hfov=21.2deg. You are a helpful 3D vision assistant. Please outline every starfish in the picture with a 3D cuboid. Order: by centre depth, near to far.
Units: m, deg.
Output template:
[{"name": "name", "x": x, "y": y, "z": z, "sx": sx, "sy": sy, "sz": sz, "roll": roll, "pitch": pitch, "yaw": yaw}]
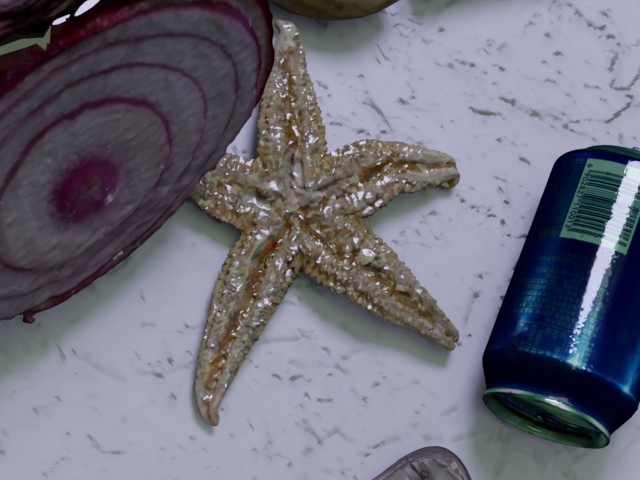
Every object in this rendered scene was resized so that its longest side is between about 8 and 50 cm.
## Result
[{"name": "starfish", "x": 0.002, "y": -0.001, "z": 1.216, "sx": 0.231, "sy": 0.048, "sz": 0.295, "roll": 16, "pitch": 75, "yaw": -12}]

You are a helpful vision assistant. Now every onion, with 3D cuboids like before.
[{"name": "onion", "x": -0.215, "y": -0.122, "z": 1.067, "sx": 0.337, "sy": 0.282, "sz": 0.260, "roll": -40, "pitch": 70, "yaw": -11}]

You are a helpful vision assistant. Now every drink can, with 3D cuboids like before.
[{"name": "drink can", "x": 0.192, "y": 0.039, "z": 1.224, "sx": 0.118, "sy": 0.118, "sz": 0.205, "roll": 26, "pitch": 73, "yaw": -9}]

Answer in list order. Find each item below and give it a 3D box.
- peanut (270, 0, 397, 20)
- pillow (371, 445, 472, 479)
[{"name": "peanut", "x": -0.026, "y": -0.209, "z": 1.234, "sx": 0.193, "sy": 0.089, "sz": 0.089, "roll": 11, "pitch": 75, "yaw": -13}, {"name": "pillow", "x": 0.019, "y": 0.237, "z": 1.170, "sx": 0.233, "sy": 0.038, "sz": 0.130, "roll": -23, "pitch": 88, "yaw": -19}]
